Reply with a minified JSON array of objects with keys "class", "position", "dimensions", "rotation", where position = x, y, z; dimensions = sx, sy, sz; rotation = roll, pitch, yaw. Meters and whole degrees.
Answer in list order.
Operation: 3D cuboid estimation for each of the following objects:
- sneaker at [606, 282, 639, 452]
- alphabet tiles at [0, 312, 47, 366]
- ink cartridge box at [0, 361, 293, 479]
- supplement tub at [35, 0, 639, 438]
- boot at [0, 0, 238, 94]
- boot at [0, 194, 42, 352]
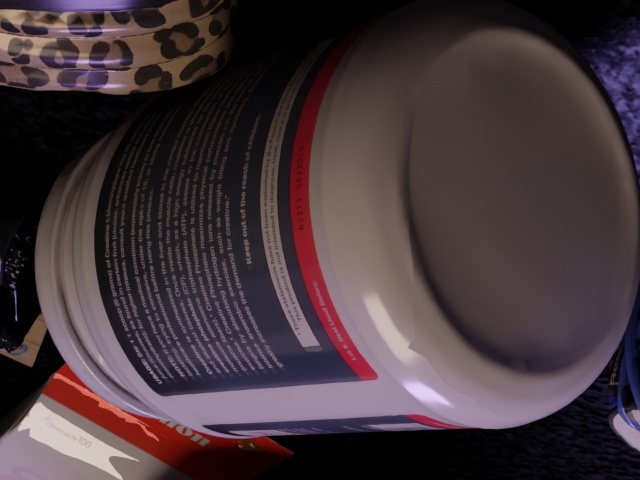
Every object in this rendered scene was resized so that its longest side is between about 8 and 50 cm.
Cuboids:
[{"class":"sneaker","position":[0.207,0.062,0.724],"dimensions":[0.182,0.127,0.315],"rotation":[0,164,36]},{"class":"alphabet tiles","position":[-0.300,0.000,1.061],"dimensions":[0.237,0.009,0.198],"rotation":[25,146,-5]},{"class":"ink cartridge box","position":[-0.159,0.180,1.191],"dimensions":[0.189,0.066,0.232],"rotation":[32,148,-16]},{"class":"supplement tub","position":[0.000,0.000,0.724],"dimensions":[0.272,0.191,0.191],"rotation":[-10,135,49]},{"class":"boot","position":[-0.189,-0.212,0.611],"dimensions":[0.377,0.138,0.284],"rotation":[13,145,3]},{"class":"boot","position":[-0.293,0.026,1.000],"dimensions":[0.207,0.094,0.246],"rotation":[26,139,0]}]
